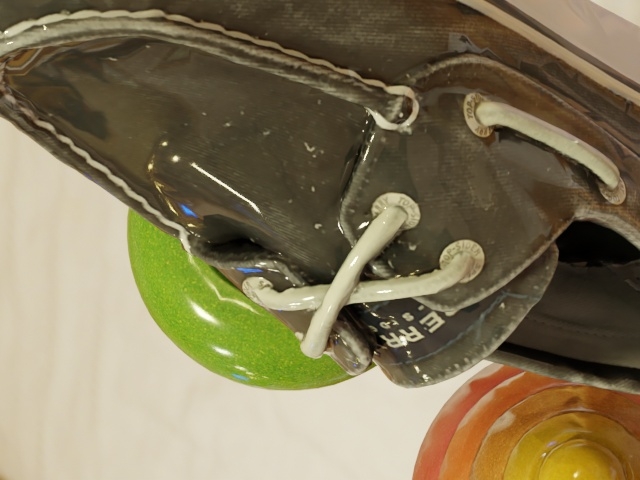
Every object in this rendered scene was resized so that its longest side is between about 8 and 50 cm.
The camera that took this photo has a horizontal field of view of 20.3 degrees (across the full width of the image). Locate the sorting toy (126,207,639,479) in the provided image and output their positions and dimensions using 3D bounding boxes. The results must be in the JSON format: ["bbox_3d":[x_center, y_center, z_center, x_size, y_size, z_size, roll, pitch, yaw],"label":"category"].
[{"bbox_3d":[0.000,0.000,0.622,0.365,0.127,0.126,45,176,12],"label":"sorting toy"}]

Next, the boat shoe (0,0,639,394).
[{"bbox_3d":[0.020,-0.014,0.465,0.108,0.301,0.102,-26,61,36],"label":"boat shoe"}]
